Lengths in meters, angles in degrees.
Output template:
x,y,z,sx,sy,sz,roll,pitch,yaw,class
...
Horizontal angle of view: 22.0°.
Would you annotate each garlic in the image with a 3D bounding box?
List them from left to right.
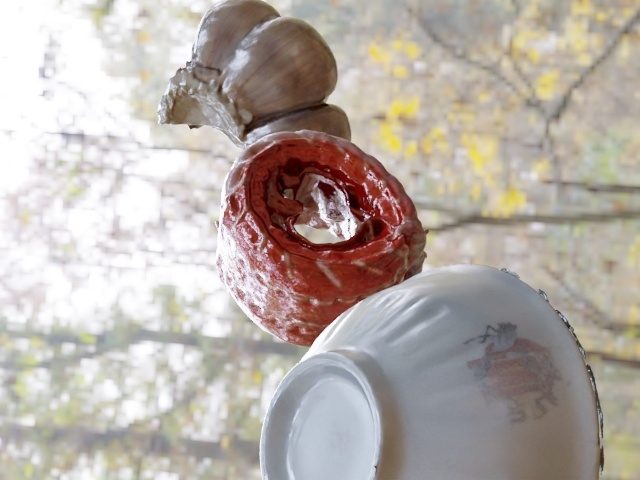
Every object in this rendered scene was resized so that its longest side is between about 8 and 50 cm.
x,y,z,sx,sy,sz,roll,pitch,yaw,class
-0.052,-0.173,1.832,0.191,0.214,0.160,-39,-32,-46,garlic

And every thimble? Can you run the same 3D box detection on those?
x,y,z,sx,sy,sz,roll,pitch,yaw,class
-0.007,-0.001,1.500,0.163,0.189,0.125,-44,-23,-30,thimble

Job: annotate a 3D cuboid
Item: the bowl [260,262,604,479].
x,y,z,sx,sy,sz,roll,pitch,yaw,class
0.030,0.096,0.749,0.086,0.189,0.189,13,-99,-41,bowl
